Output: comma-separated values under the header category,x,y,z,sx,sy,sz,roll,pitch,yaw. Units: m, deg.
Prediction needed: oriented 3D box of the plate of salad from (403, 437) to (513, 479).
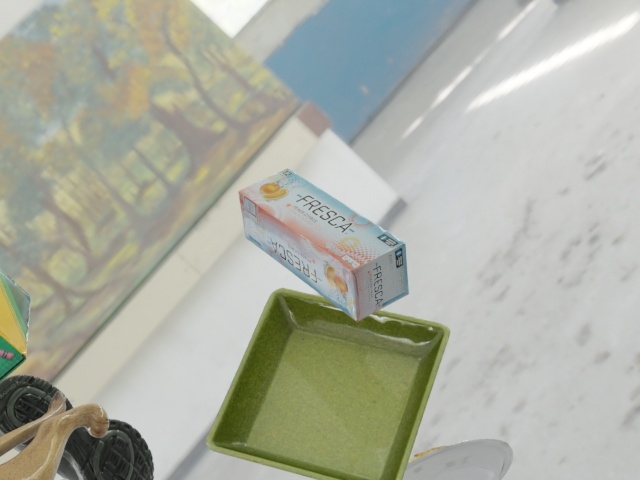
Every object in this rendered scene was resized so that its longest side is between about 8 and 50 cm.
category,x,y,z,sx,sy,sz,roll,pitch,yaw
plate of salad,0.113,0.263,1.194,0.200,0.200,0.048,-44,53,20

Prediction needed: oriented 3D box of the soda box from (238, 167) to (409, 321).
category,x,y,z,sx,sy,sz,roll,pitch,yaw
soda box,0.000,0.000,1.019,0.063,0.058,0.183,-26,39,-26

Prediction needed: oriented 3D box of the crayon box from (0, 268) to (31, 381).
category,x,y,z,sx,sy,sz,roll,pitch,yaw
crayon box,-0.459,0.035,1.273,0.081,0.278,0.165,-40,25,6

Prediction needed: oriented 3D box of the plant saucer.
category,x,y,z,sx,sy,sz,roll,pitch,yaw
plant saucer,0.012,0.150,1.072,0.045,0.188,0.188,78,-151,-53

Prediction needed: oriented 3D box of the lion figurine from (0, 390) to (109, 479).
category,x,y,z,sx,sy,sz,roll,pitch,yaw
lion figurine,-0.272,0.329,1.029,0.240,0.392,0.142,-11,-33,-34

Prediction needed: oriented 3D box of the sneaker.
category,x,y,z,sx,sy,sz,roll,pitch,yaw
sneaker,-0.346,0.270,1.517,0.130,0.286,0.109,-7,46,50
